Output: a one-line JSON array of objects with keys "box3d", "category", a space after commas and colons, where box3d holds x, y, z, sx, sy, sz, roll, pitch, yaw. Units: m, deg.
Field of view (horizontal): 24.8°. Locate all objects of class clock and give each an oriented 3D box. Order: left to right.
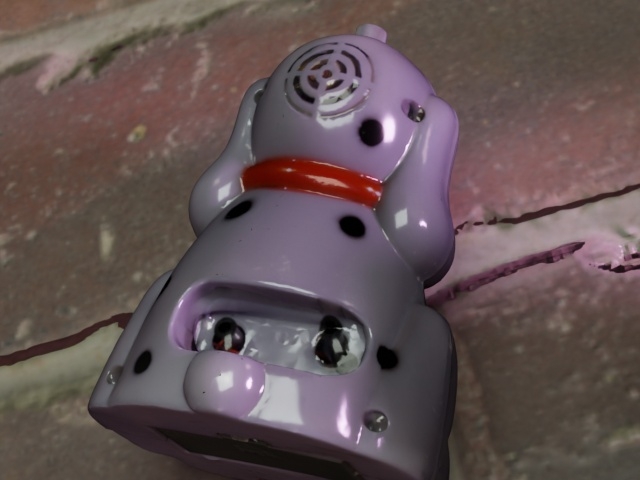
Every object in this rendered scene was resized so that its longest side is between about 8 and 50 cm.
[{"box3d": [0.000, 0.004, 0.784, 0.189, 0.189, 0.254, 7, 65, 18], "category": "clock"}]
